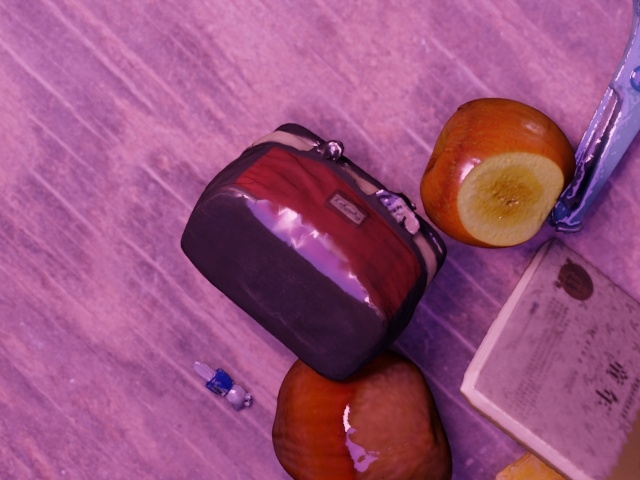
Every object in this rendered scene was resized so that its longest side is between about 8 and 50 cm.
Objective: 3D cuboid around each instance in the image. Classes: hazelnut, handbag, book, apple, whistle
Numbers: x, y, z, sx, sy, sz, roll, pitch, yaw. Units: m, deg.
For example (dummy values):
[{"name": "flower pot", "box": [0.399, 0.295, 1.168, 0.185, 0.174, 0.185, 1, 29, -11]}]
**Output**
[{"name": "hazelnut", "box": [0.042, 0.221, 1.370, 0.210, 0.186, 0.210, -3, 112, -9]}, {"name": "handbag", "box": [0.000, 0.000, 1.303, 0.254, 0.181, 0.181, 38, 135, 3]}, {"name": "book", "box": [0.335, 0.178, 1.327, 0.352, 0.239, 0.035, 37, 144, -3]}, {"name": "apple", "box": [0.190, -0.070, 1.302, 0.147, 0.163, 0.146, 25, 120, -3]}, {"name": "whistle", "box": [-0.118, 0.170, 1.454, 0.083, 0.029, 0.033, 40, 118, -10]}]

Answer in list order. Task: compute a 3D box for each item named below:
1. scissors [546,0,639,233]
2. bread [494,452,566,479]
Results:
[{"name": "scissors", "box": [0.356, -0.178, 1.330, 0.180, 0.032, 0.392, 28, 102, -1]}, {"name": "bread", "box": [0.281, 0.334, 1.373, 0.197, 0.170, 0.197, 1, 114, 2]}]
